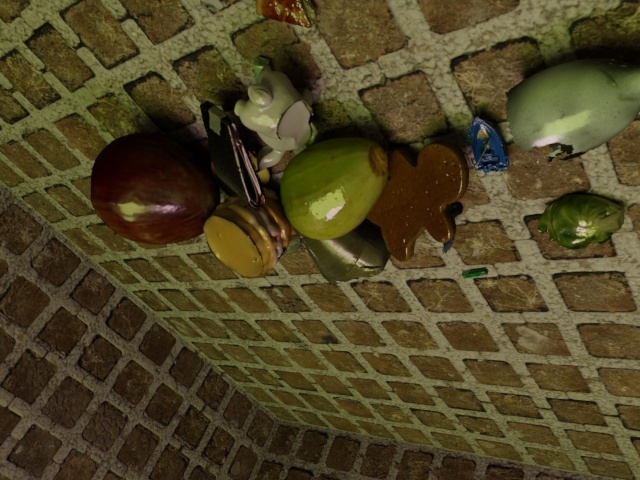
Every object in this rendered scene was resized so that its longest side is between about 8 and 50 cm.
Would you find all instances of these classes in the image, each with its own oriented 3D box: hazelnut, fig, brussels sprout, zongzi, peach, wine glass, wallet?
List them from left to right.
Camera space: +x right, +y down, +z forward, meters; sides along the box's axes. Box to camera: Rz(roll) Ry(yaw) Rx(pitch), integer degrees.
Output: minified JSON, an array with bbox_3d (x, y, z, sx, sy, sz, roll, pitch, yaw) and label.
[{"bbox_3d":[-0.515,-0.159,1.781,0.421,0.352,0.420,4,144,3],"label":"hazelnut"},{"bbox_3d":[-0.246,-0.233,1.520,0.221,0.071,0.262,44,154,50],"label":"wallet"},{"bbox_3d":[-0.245,-0.228,1.744,0.189,0.068,0.279,25,146,-11],"label":"peach"},{"bbox_3d":[0.000,0.000,1.810,0.356,0.174,0.393,41,154,-10],"label":"zongzi"},{"bbox_3d":[0.048,-0.150,1.480,0.258,0.258,0.326,41,132,-21],"label":"fig"},{"bbox_3d":[0.635,-0.046,1.359,0.181,0.100,0.139,0,120,51],"label":"brussels sprout"},{"bbox_3d":[0.527,-0.267,1.041,0.357,0.190,0.190,-20,125,45],"label":"wine glass"}]

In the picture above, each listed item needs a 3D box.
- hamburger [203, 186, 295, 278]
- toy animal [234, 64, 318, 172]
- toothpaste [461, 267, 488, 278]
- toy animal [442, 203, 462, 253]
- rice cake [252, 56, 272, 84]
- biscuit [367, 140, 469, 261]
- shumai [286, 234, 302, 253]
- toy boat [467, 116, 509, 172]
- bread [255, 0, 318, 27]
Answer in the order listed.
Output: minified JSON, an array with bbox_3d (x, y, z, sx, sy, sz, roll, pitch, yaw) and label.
[{"bbox_3d":[-0.206,-0.036,1.767,0.276,0.237,0.276,29,142,25],"label":"hamburger"},{"bbox_3d":[-0.108,-0.298,1.422,0.154,0.208,0.325,41,155,20],"label":"toy animal"},{"bbox_3d":[0.479,0.101,1.733,0.083,0.017,0.020,-15,132,46],"label":"toothpaste"},{"bbox_3d":[0.340,-0.067,1.520,0.062,0.108,0.220,7,122,35],"label":"toy animal"},{"bbox_3d":[-0.150,-0.378,1.488,0.045,0.042,0.245,10,145,3],"label":"rice cake"},{"bbox_3d":[0.259,-0.113,1.462,0.283,0.064,0.432,58,149,13],"label":"biscuit"},{"bbox_3d":[-0.151,-0.004,1.918,0.184,0.142,0.184,20,150,12],"label":"shumai"},{"bbox_3d":[0.381,-0.209,1.290,0.091,0.110,0.175,1,137,34],"label":"toy boat"},{"bbox_3d":[-0.090,-0.528,1.229,0.136,0.054,0.154,-6,129,38],"label":"bread"}]
